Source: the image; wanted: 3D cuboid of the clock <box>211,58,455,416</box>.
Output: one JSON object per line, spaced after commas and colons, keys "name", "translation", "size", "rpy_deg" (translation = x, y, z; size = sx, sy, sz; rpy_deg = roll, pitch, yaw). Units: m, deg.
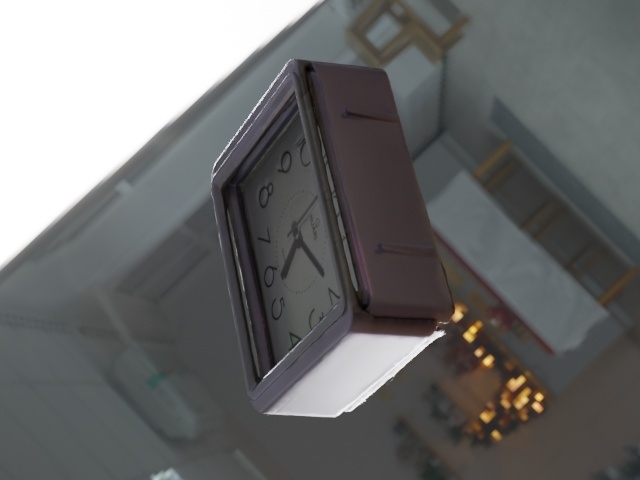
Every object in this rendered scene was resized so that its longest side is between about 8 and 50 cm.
{"name": "clock", "translation": [0.001, 0.000, 0.826], "size": [0.073, 0.144, 0.193], "rpy_deg": [4, -123, -29]}
